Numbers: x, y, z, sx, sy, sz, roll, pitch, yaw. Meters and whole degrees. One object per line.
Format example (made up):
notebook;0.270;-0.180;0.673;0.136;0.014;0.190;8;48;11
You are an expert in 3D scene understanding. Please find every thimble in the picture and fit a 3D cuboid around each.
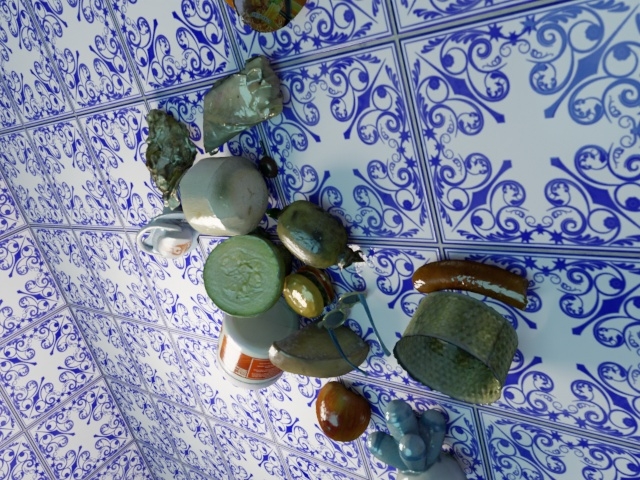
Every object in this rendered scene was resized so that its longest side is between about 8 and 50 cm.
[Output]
thimble;0.326;0.259;1.352;0.270;0.150;0.271;24;147;17

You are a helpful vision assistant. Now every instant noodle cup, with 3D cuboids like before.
instant noodle cup;-0.152;-0.604;1.229;0.182;0.230;0.230;40;138;28

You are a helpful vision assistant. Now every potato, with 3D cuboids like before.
potato;-0.014;0.380;1.722;0.189;0.264;0.211;42;132;27

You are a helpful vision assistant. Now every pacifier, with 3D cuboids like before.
pacifier;-0.536;-0.057;1.994;0.279;0.227;0.207;-52;38;47

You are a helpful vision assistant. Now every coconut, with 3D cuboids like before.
coconut;-0.297;-0.129;1.654;0.265;0.237;0.238;5;120;42

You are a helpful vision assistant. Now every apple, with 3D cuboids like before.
apple;0.070;0.567;1.858;0.195;0.160;0.173;27;111;18

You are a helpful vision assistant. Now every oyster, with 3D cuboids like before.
oyster;-0.487;-0.260;1.782;0.238;0.114;0.351;-31;70;48

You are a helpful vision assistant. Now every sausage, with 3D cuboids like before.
sausage;0.350;0.096;1.328;0.302;0.076;0.103;9;121;39

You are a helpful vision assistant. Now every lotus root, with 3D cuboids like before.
lotus root;-0.001;0.001;1.543;0.278;0.154;0.154;37;136;7

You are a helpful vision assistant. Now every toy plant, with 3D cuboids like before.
toy plant;0.275;0.621;1.649;0.247;0.247;0.332;-20;98;47

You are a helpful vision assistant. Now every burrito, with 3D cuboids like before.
burrito;-0.229;-0.372;1.531;0.347;0.107;0.175;-20;86;45

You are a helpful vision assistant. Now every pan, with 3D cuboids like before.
pan;-0.162;-0.231;1.619;0.068;0.023;0.115;-1;116;44

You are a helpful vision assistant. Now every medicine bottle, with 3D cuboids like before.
medicine bottle;-0.211;0.330;1.865;0.252;0.252;0.241;37;135;18

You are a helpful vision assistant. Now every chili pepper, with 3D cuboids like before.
chili pepper;-0.084;-0.032;1.644;0.182;0.073;0.050;52;162;-6

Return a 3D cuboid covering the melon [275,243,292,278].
melon;-0.137;0.080;1.746;0.099;0.099;0.162;34;133;21

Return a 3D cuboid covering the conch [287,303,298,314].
conch;-0.081;0.200;1.811;0.085;0.056;0.076;25;118;28

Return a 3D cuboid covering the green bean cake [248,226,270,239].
green bean cake;-0.255;0.069;1.770;0.107;0.208;0.193;35;138;17

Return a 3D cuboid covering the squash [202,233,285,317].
squash;-0.230;0.102;1.667;0.252;0.049;0.252;0;91;11

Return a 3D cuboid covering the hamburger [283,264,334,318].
hamburger;-0.035;0.155;1.691;0.162;0.115;0.162;25;133;31

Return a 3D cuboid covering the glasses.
glasses;0.116;0.267;1.617;0.221;0.088;0.190;52;129;20
